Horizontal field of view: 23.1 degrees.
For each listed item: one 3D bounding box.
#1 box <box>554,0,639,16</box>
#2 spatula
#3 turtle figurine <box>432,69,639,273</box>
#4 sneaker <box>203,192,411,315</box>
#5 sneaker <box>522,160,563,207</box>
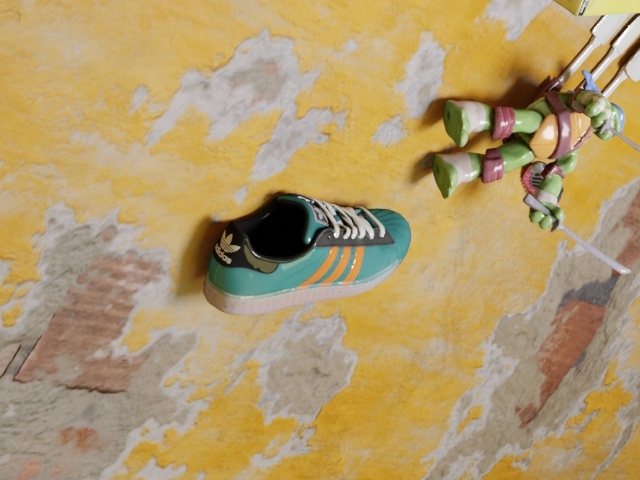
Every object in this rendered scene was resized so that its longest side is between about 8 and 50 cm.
[{"bbox_3d":[0.380,-0.335,2.008,0.232,0.087,0.058,-9,130,-42],"label":"box"},{"bbox_3d":[0.385,-0.226,2.186,0.242,0.019,0.168,-50,147,4],"label":"spatula"},{"bbox_3d":[0.297,-0.101,2.015,0.266,0.274,0.198,-5,165,-15],"label":"turtle figurine"},{"bbox_3d":[0.000,0.000,1.903,0.302,0.108,0.121,-17,140,-36],"label":"sneaker"},{"bbox_3d":[0.326,-0.087,2.248,0.057,0.047,0.119,-59,152,-18],"label":"sneaker"}]
